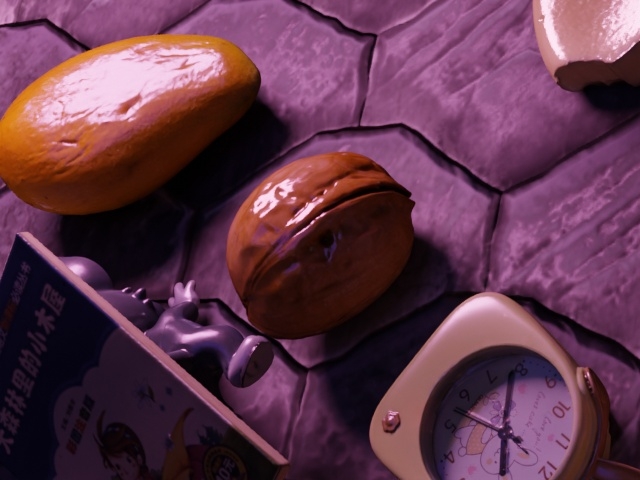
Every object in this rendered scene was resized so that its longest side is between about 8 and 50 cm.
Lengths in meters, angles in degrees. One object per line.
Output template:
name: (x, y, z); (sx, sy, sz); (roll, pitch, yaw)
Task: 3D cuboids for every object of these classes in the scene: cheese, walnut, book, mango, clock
cheese: (0.221, -0.229, 1.516); (0.127, 0.050, 0.255); (-40, 49, 14)
walnut: (0.000, 0.000, 1.497); (0.180, 0.144, 0.144); (-32, 51, -3)
book: (-0.183, 0.172, 1.482); (0.322, 0.018, 0.228); (38, 123, 21)
mango: (-0.198, -0.118, 1.708); (0.316, 0.119, 0.177); (-22, 49, 19)
clock: (0.157, 0.161, 1.353); (0.170, 0.069, 0.232); (-50, 51, 3)

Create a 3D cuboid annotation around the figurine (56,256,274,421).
figurine: (-0.163, 0.122, 1.557); (0.265, 0.140, 0.193); (9, 90, 52)
